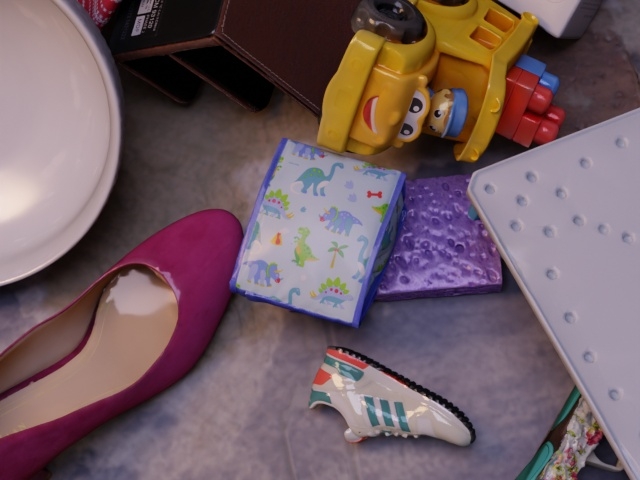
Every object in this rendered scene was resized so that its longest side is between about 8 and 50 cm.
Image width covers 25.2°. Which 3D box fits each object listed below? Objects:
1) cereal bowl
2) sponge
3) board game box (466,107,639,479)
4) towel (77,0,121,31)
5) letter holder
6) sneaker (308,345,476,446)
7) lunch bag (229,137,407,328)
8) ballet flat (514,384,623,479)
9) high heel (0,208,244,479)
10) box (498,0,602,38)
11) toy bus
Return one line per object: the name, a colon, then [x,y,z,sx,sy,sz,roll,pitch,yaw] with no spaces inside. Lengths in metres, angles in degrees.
cereal bowl: [-0.351,-0.128,1.374,0.339,0.141,0.339,0,109,0]
sponge: [0.068,0.001,1.381,0.210,0.031,0.117,-5,68,4]
board game box: [0.380,0.048,1.273,0.390,0.050,0.390,-21,68,-17]
towel: [-0.186,-0.313,1.404,0.031,0.275,0.199,19,45,-26]
letter holder: [-0.057,-0.280,1.452,0.152,0.214,0.302,-3,66,40]
sneaker: [0.063,0.162,1.316,0.161,0.057,0.075,28,92,14]
lunch bag: [0.000,0.000,1.321,0.129,0.096,0.151,15,63,12]
ballet flat: [0.227,0.194,1.264,0.077,0.091,0.241,35,79,5]
high heel: [-0.210,0.097,1.295,0.127,0.181,0.377,35,77,17]
box: [0.234,-0.303,1.404,0.130,0.091,0.170,35,109,16]
toy bus: [0.124,-0.143,1.336,0.211,0.149,0.220,29,38,9]
